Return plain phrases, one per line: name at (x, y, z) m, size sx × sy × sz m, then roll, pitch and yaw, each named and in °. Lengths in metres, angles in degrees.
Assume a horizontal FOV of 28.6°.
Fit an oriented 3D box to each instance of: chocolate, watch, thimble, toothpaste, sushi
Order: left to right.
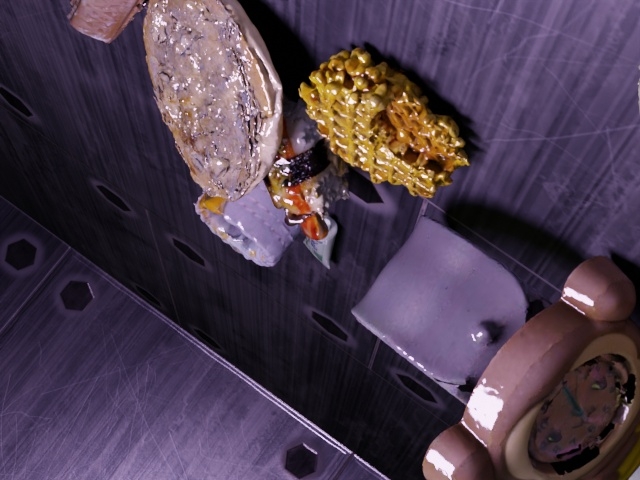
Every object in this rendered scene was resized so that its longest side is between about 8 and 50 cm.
chocolate at (-0.259, -0.318, 1.556) m, size 0.102 × 0.065 × 0.329 m, roll 41°, pitch 162°, yaw -11°
thimble at (-0.097, -0.048, 1.869) m, size 0.151 × 0.118 × 0.127 m, roll 44°, pitch 163°, yaw -25°
sushi at (-0.022, -0.102, 1.562) m, size 0.103 × 0.097 × 0.226 m, roll -5°, pitch 124°, yaw 18°
toothpaste at (0.000, 0.000, 1.945) m, size 0.064 × 0.041 × 0.218 m, roll 47°, pitch 168°, yaw 8°
watch at (0.213, 0.136, 1.510) m, size 0.335 × 0.314 × 0.327 m, roll 37°, pitch -179°, yaw -43°

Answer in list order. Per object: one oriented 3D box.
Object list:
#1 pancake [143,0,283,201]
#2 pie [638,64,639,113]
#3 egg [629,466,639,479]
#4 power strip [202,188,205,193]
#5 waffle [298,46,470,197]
pancake at (-0.133, -0.180, 1.491) m, size 0.282 × 0.049 × 0.282 m, roll 34°, pitch 137°, yaw 38°
pie at (0.321, -0.093, 0.935) m, size 0.187 × 0.041 × 0.187 m, roll 24°, pitch 159°, yaw 10°
egg at (0.490, 0.395, 1.690) m, size 0.282 × 0.203 × 0.203 m, roll 34°, pitch 165°, yaw -10°
power strip at (-0.121, -0.054, 2.059) m, size 0.192 × 0.035 × 0.081 m, roll 33°, pitch 164°, yaw 16°
waffle at (0.068, -0.126, 1.376) m, size 0.193 × 0.070 × 0.197 m, roll 41°, pitch 164°, yaw -10°
